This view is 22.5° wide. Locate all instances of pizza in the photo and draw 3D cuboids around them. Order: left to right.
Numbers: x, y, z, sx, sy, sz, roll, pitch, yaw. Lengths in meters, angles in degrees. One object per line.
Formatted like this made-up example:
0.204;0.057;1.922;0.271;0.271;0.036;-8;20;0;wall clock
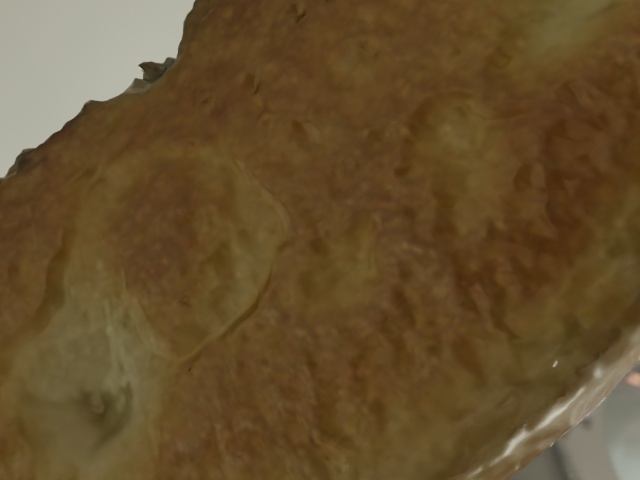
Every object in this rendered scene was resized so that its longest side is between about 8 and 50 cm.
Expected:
0.000;0.000;0.485;0.182;0.365;0.074;50;-178;28;pizza
